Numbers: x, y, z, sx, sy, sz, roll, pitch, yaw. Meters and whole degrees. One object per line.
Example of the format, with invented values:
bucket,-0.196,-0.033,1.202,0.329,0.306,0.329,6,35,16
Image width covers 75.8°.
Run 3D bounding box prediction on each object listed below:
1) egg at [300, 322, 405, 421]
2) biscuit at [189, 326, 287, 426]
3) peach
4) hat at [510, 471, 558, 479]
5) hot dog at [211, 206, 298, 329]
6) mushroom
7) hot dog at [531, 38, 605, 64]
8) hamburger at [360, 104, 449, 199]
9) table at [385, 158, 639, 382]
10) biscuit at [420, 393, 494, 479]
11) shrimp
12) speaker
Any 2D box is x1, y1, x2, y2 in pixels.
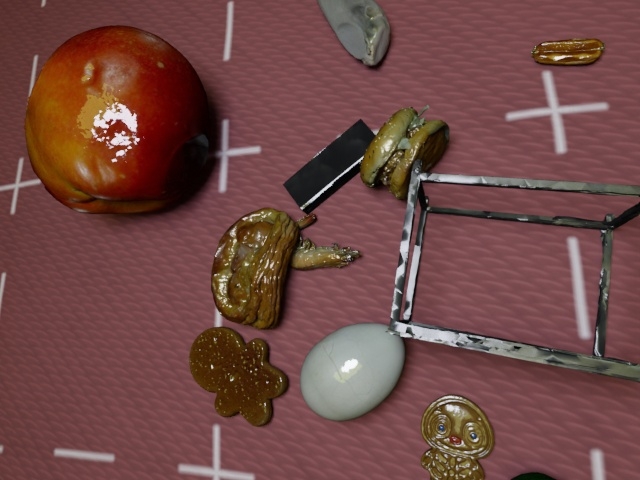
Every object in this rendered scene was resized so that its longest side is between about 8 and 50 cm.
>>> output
egg,0.059,0.231,0.742,0.209,0.151,0.151,-40,70,6
biscuit,-0.180,0.277,0.870,0.236,0.039,0.179,31,92,21
peach,-0.399,-0.233,0.885,0.310,0.335,0.405,20,81,14
hat,0.391,0.511,0.509,0.285,0.285,0.400,-34,67,9
hot dog,-0.139,0.050,0.855,0.175,0.114,0.258,6,82,37
mushroom,0.059,-0.531,0.923,0.110,0.097,0.351,-29,70,10
hot dog,0.471,-0.360,0.788,0.122,0.037,0.048,12,95,25
hamburger,0.157,-0.174,0.781,0.113,0.177,0.185,36,132,25
table,0.305,0.043,0.663,0.336,0.222,0.271,8,81,19
biscuit,0.237,0.363,0.725,0.124,0.026,0.174,5,81,19
shrimp,0.001,0.000,0.869,0.179,0.034,0.124,-9,74,26
speaker,0.029,-0.155,0.884,0.218,0.044,0.082,-40,71,8
